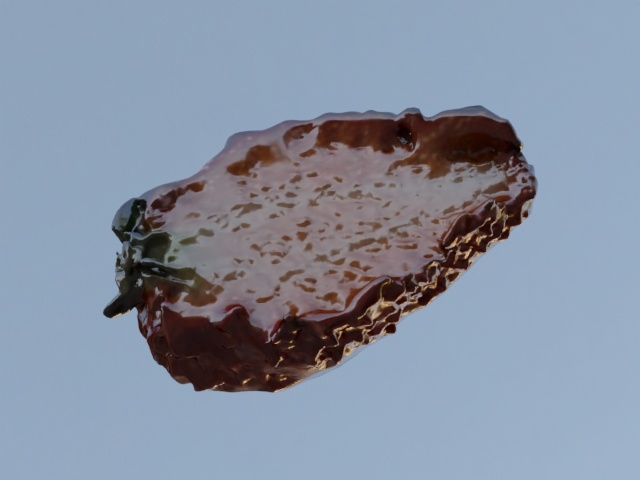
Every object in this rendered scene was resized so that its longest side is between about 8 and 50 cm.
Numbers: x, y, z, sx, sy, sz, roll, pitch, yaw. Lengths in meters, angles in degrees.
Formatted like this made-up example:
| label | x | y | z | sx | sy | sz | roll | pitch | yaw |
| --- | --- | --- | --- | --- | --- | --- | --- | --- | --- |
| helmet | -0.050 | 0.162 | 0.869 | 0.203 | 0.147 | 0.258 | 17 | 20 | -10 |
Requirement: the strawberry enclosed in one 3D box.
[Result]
| label | x | y | z | sx | sy | sz | roll | pitch | yaw |
| --- | --- | --- | --- | --- | --- | --- | --- | --- | --- |
| strawberry | 0.000 | 0.003 | 0.582 | 0.152 | 0.104 | 0.048 | -13 | -42 | -3 |
